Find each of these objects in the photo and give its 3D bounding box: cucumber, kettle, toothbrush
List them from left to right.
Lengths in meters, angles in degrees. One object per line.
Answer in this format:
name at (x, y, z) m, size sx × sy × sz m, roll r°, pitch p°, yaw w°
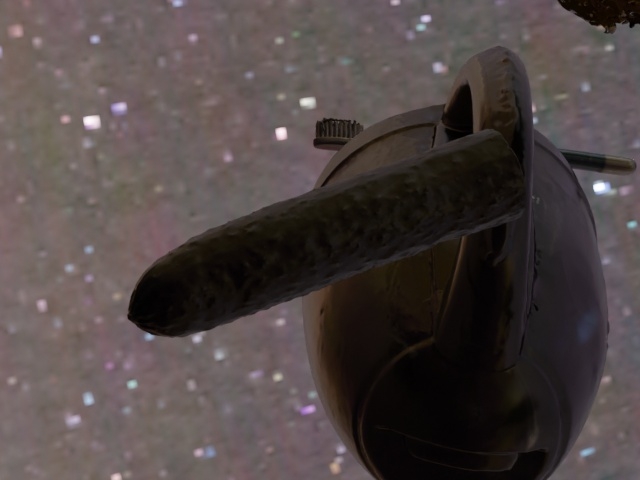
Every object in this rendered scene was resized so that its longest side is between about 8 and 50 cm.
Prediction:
cucumber at (0.000, 0.000, 0.574) m, size 0.032 × 0.133 × 0.032 m, roll 56°, pitch -21°, yaw 36°
kettle at (0.104, 0.028, 1.286) m, size 0.324 × 0.228 × 0.321 m, roll -88°, pitch -172°, yaw -64°
toothbrush at (0.129, -0.076, 1.516) m, size 0.019 × 0.275 × 0.025 m, roll 122°, pitch -30°, yaw -67°

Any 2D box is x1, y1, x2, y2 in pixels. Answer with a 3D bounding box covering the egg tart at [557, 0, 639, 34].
egg tart at (0.205, -0.180, 1.075) m, size 0.212 × 0.212 × 0.090 m, roll -18°, pitch -87°, yaw 49°
